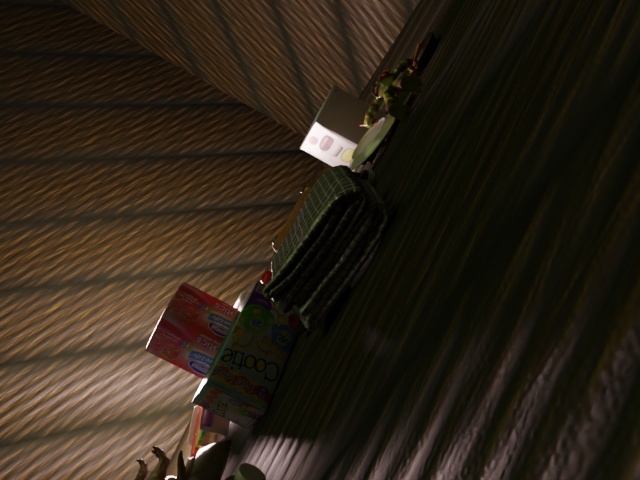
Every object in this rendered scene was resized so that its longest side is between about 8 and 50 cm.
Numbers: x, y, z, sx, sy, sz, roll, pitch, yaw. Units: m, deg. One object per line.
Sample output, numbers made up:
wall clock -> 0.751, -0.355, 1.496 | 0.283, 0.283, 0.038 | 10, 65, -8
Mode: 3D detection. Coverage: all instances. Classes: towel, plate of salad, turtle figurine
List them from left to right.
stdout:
towel -> 0.000, 0.000, 1.129 | 0.283, 0.121, 0.235 | -55, 16, 11
plate of salad -> 0.146, -0.264, 1.597 | 0.200, 0.048, 0.200 | -49, 15, 17
turtle figurine -> 0.189, -0.402, 1.516 | 0.269, 0.087, 0.217 | -51, 23, 11

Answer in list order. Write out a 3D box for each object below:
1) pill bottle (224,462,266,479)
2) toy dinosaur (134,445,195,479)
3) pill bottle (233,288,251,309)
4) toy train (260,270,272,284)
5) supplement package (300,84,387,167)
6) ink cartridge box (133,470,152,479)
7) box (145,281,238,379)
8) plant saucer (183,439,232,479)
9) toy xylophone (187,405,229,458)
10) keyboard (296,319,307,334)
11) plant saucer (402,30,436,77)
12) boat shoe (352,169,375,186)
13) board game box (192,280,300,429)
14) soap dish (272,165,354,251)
pill bottle -> -0.130, 0.401, 0.892 | 0.116, 0.065, 0.065 | -61, 7, 8
toy dinosaur -> -0.363, 0.584, 1.291 | 0.296, 0.127, 0.200 | -40, 27, 27
pill bottle -> -0.272, 0.297, 2.105 | 0.229, 0.131, 0.131 | -58, 8, 29
toy train -> -0.125, 0.196, 1.637 | 0.143, 0.105, 0.248 | -18, 46, 55
supplement package -> 0.069, -0.342, 1.858 | 0.149, 0.194, 0.203 | -65, 7, -21
ink cartridge box -> -0.439, 0.720, 1.474 | 0.232, 0.168, 0.171 | -55, 9, 44
box -> -0.272, 0.261, 1.514 | 0.154, 0.300, 0.142 | -58, 8, 28
plant saucer -> -0.227, 0.462, 0.935 | 0.310, 0.050, 0.310 | -156, 90, -87
toy xylophone -> -0.299, 0.464, 1.623 | 0.322, 0.081, 0.236 | 119, 160, -51
keyboard -> 0.026, 0.051, 1.295 | 0.201, 0.033, 0.317 | -59, 8, 34
plant saucer -> 0.280, -0.509, 1.663 | 0.168, 0.029, 0.168 | -60, 6, 11
boat shoe -> 0.083, -0.145, 1.425 | 0.065, 0.083, 0.183 | -59, 7, 23
board game box -> -0.156, 0.258, 1.333 | 0.144, 0.142, 0.275 | -53, 11, 52
soap dish -> -0.009, -0.067, 1.538 | 0.228, 0.118, 0.291 | -59, -1, 22
